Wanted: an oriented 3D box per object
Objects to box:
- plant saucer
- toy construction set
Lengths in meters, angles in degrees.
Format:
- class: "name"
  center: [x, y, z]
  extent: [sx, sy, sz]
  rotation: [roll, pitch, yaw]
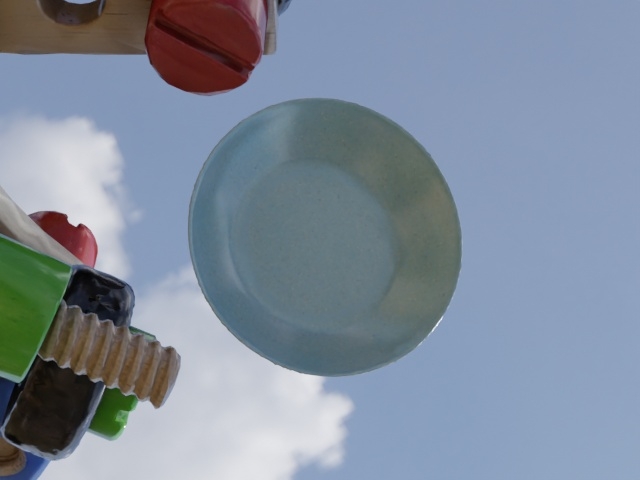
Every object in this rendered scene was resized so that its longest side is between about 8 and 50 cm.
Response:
- class: "plant saucer"
  center: [0.000, 0.000, 1.343]
  extent: [0.195, 0.195, 0.037]
  rotation: [61, -21, 3]
- class: "toy construction set"
  center: [-0.141, -0.091, 0.660]
  extent: [0.237, 0.308, 0.257]
  rotation: [23, -25, -10]
